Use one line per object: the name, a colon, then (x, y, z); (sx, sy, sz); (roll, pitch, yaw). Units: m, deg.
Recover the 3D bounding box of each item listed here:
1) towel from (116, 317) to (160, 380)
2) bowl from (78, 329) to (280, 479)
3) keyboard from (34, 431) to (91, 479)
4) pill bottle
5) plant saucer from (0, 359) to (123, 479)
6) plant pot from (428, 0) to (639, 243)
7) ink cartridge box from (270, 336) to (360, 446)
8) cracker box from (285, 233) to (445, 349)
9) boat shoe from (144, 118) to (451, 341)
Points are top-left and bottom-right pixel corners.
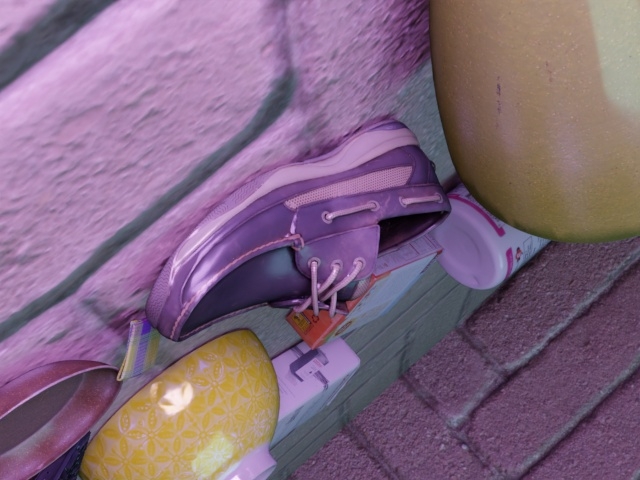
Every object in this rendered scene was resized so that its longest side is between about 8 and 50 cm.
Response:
towel: (-0.171, 0.100, 0.837); (0.083, 0.009, 0.060); (-18, 122, -79)
bowl: (-0.148, 0.268, 1.134); (0.289, 0.156, 0.289); (-40, 165, -13)
keyboard: (-0.324, 0.334, 0.984); (0.201, 0.033, 0.317); (-58, 178, -41)
pill bottle: (0.313, -0.059, 1.392); (0.283, 0.160, 0.160); (-35, 162, -26)
plant saucer: (-0.271, 0.170, 0.794); (0.199, 0.036, 0.198); (-40, 165, -13)
plant pot: (0.195, -0.176, 0.679); (0.275, 0.275, 0.293); (-44, 149, 2)
ink cartridge box: (-0.055, 0.252, 1.436); (0.218, 0.092, 0.158); (-24, 156, -44)
cracker box: (0.070, 0.062, 1.291); (0.155, 0.067, 0.232); (-51, 162, 28)
boat shoe: (0.000, 0.000, 0.836); (0.355, 0.130, 0.132); (-33, 161, -32)
